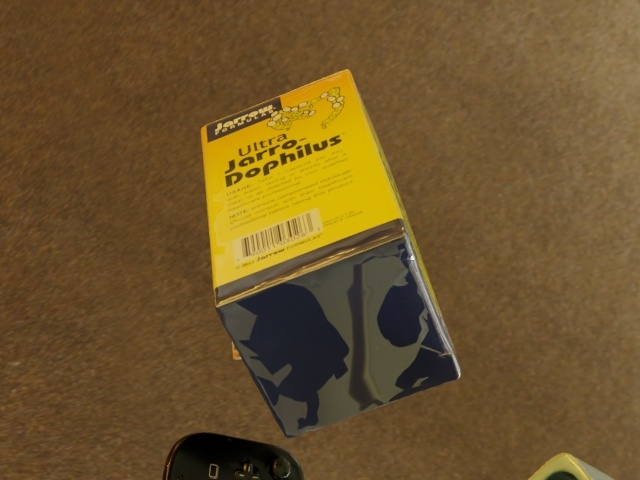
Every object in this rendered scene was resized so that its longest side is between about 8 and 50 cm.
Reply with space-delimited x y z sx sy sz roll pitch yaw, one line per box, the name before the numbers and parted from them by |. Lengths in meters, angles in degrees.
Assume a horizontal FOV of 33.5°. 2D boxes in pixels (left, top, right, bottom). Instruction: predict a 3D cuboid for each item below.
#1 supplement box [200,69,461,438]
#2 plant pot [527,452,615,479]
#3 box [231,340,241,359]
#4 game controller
supplement box | 0.000 0.000 1.154 0.195 0.356 0.194 -21 125 5
plant pot | 0.279 0.392 1.069 0.252 0.248 0.247 22 26 -52
box | -0.105 0.098 1.819 0.036 0.114 0.207 2 83 -50
game controller | -0.100 0.362 1.096 0.166 0.067 0.319 21 60 -34
